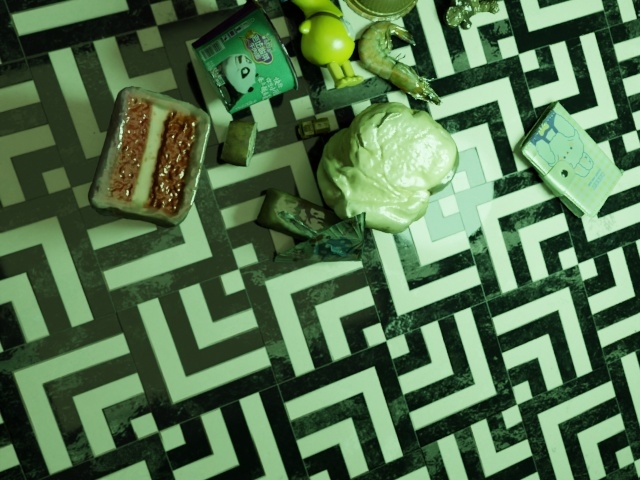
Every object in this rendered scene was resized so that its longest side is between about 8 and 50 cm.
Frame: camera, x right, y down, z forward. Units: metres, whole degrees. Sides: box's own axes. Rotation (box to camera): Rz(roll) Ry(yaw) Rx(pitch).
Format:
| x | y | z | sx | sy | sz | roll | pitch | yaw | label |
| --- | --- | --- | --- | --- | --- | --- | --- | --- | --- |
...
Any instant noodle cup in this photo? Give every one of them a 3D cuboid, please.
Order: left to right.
| x | y | z | sx | sy | sz | roll | pitch | yaw | label |
| --- | --- | --- | --- | --- | --- | --- | --- | --- | --- |
| -0.195 | -0.447 | 1.620 | 0.190 | 0.251 | 0.251 | -30 | 98 | -4 | instant noodle cup |
| 0.176 | -0.749 | 1.783 | 0.273 | 0.090 | 0.274 | 0 | 92 | -15 | instant noodle cup |

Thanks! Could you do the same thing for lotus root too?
| x | y | z | sx | sy | sz | roll | pitch | yaw | label |
| --- | --- | --- | --- | --- | --- | --- | --- | --- | --- |
| -0.208 | -0.255 | 1.676 | 0.081 | 0.112 | 0.122 | 14 | 88 | -8 | lotus root |

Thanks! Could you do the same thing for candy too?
| x | y | z | sx | sy | sz | roll | pitch | yaw | label |
| --- | --- | --- | --- | --- | --- | --- | --- | --- | --- |
| -0.047 | -0.055 | 1.727 | 0.233 | 0.102 | 0.104 | 21 | 85 | -16 | candy |

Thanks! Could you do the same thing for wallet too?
| x | y | z | sx | sy | sz | roll | pitch | yaw | label |
| --- | --- | --- | --- | --- | --- | --- | --- | --- | --- |
| 0.752 | -0.239 | 1.949 | 0.309 | 0.077 | 0.223 | 43 | 77 | -9 | wallet |

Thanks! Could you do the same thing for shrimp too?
| x | y | z | sx | sy | sz | roll | pitch | yaw | label |
| --- | --- | --- | --- | --- | --- | --- | --- | --- | --- |
| 0.243 | -0.503 | 1.825 | 0.296 | 0.058 | 0.169 | 32 | 80 | -10 | shrimp |

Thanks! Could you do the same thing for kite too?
| x | y | z | sx | sy | sz | roll | pitch | yaw | label |
| --- | --- | --- | --- | --- | --- | --- | --- | --- | --- |
| 0.000 | 0.000 | 1.667 | 0.314 | 0.335 | 0.012 | 29 | 46 | -39 | kite |

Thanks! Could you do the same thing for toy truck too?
| x | y | z | sx | sy | sz | roll | pitch | yaw | label |
| --- | --- | --- | --- | --- | --- | --- | --- | --- | --- |
| -0.018 | -0.306 | 1.755 | 0.083 | 0.054 | 0.049 | -14 | 94 | -13 | toy truck |

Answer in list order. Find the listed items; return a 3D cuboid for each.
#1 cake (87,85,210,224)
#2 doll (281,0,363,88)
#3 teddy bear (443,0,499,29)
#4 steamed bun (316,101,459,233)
| x | y | z | sx | sy | sz | roll | pitch | yaw | label |
| --- | --- | --- | --- | --- | --- | --- | --- | --- | --- |
| -0.410 | -0.192 | 1.564 | 0.236 | 0.230 | 0.309 | 14 | 87 | -16 | cake |
| 0.000 | -0.575 | 1.728 | 0.199 | 0.145 | 0.363 | -23 | 87 | -53 | doll |
| 0.423 | -0.672 | 1.862 | 0.160 | 0.078 | 0.119 | -26 | 120 | 3 | teddy bear |
| 0.167 | -0.191 | 1.715 | 0.324 | 0.230 | 0.372 | 37 | 84 | -13 | steamed bun |
